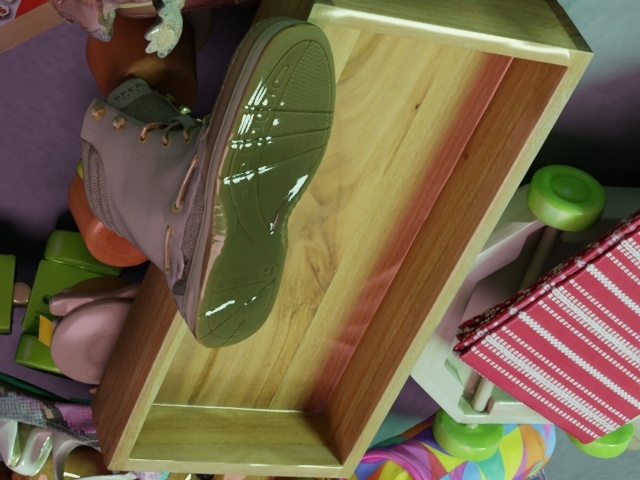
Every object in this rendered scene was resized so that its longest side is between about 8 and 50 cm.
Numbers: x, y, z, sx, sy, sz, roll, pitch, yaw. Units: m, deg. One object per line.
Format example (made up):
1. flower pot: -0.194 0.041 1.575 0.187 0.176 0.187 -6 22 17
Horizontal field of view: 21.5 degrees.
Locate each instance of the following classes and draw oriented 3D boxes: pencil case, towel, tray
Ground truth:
1. pencil case: 0.111 0.189 1.423 0.104 0.104 0.236 -27 174 35
2. towel: 0.253 0.039 1.226 0.275 0.031 0.199 -37 134 20
3. tray: 0.000 0.000 1.166 0.203 0.076 0.411 6 130 -28

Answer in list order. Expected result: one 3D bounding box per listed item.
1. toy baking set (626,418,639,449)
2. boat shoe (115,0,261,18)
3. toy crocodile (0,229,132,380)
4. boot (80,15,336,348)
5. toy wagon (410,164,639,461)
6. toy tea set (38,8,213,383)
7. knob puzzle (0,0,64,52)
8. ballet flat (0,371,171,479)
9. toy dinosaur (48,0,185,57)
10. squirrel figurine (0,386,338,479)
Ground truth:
1. toy baking set: 0.359 0.140 1.479 0.256 0.030 0.197 -14 139 23
2. boat shoe: -0.052 -0.173 1.079 0.178 0.064 0.060 -16 144 8
3. toy crocodile: -0.264 0.045 1.367 0.341 0.115 0.105 10 171 -5
4. boot: -0.076 -0.064 1.020 0.077 0.165 0.213 -8 127 -36
5. toy wagon: 0.238 0.059 1.310 0.344 0.068 0.267 1 132 -19
6. toy tea set: -0.100 -0.045 1.231 0.200 0.124 0.336 -1 132 -17
7. knob puzzle: -0.202 -0.211 1.066 0.213 0.030 0.213 -8 144 -6
8. ballet flat: -0.206 0.154 1.342 0.222 0.079 0.077 9 168 32
9. toy dinosaur: -0.083 -0.229 0.959 0.127 0.200 0.295 3 122 -57
10. squirrel figurine: -0.081 0.238 1.526 0.397 0.281 0.370 9 134 -28
